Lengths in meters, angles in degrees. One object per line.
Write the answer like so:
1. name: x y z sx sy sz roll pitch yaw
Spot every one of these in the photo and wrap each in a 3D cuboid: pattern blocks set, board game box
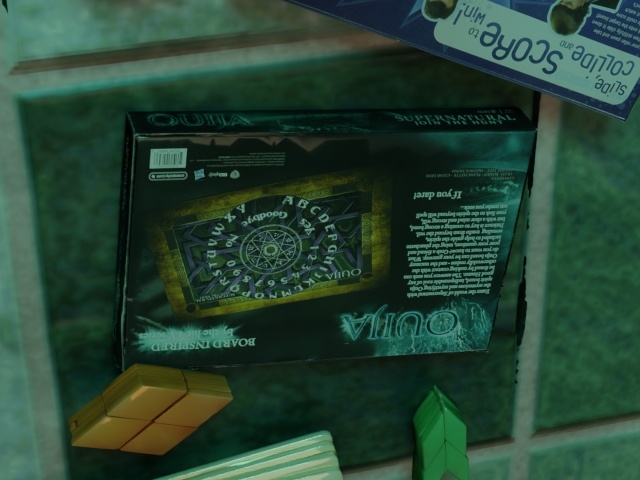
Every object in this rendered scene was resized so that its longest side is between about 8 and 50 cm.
1. pattern blocks set: -0.069 0.176 0.728 0.325 0.026 0.285 -22 130 -2
2. board game box: 0.074 -0.140 0.595 0.201 0.035 0.136 16 114 -26
3. board game box: 0.000 0.000 0.660 0.186 0.026 0.126 -2 121 -17
